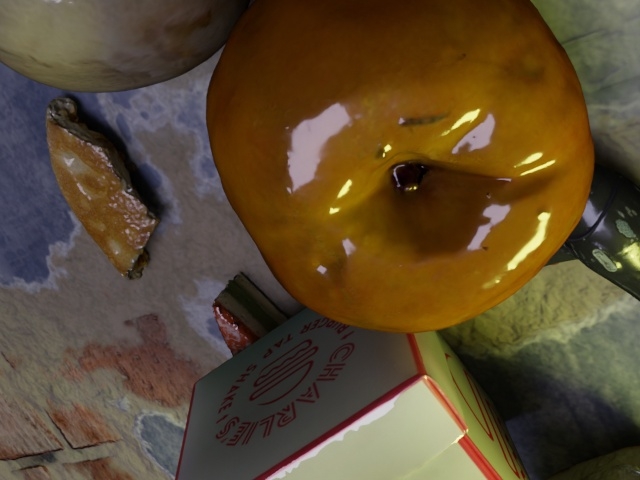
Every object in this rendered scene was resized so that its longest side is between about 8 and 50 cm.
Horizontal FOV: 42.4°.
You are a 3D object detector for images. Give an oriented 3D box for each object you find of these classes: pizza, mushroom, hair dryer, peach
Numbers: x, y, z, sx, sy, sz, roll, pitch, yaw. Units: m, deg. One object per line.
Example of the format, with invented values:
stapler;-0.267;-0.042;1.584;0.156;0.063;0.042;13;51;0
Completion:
pizza;-0.287;-0.064;1.097;0.134;0.056;0.271;-14;114;35
mushroom;-0.210;-0.297;0.796;0.292;0.292;0.290;-14;86;33
hair dryer;0.261;0.035;0.902;0.235;0.091;0.271;44;143;-20
peach;0.064;-0.095;0.745;0.342;0.302;0.343;0;118;0

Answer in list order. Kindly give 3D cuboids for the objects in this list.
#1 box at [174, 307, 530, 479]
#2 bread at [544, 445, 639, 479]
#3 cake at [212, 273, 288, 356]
box;0.047;0.258;0.929;0.314;0.312;0.300;-35;108;10
bread;0.366;0.389;0.969;0.279;0.225;0.250;50;128;-2
cake;-0.077;0.162;1.129;0.220;0.086;0.117;42;128;-7
